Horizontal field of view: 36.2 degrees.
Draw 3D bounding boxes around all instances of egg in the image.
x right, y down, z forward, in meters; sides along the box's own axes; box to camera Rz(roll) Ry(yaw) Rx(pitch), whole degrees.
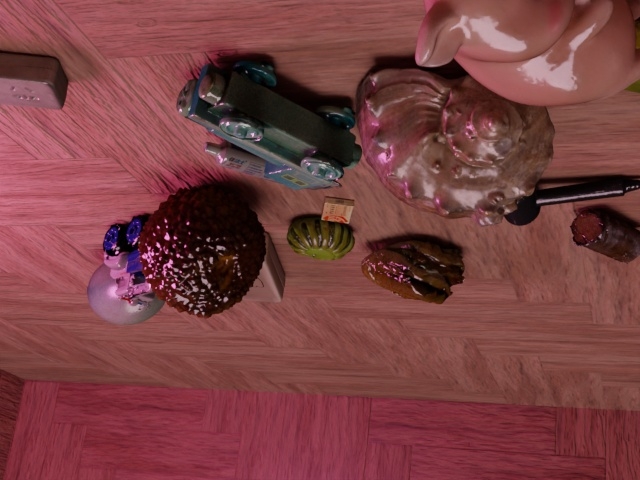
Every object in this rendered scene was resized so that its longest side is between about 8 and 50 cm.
[{"bbox_3d":[-0.465,0.120,2.373,0.169,0.169,0.236,24,152,-38],"label":"egg"}]

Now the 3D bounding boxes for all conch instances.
[{"bbox_3d":[0.176,-0.132,1.474,0.297,0.210,0.352,25,155,-5],"label":"conch"}]

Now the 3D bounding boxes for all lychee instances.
[{"bbox_3d":[-0.242,0.014,1.934,0.267,0.268,0.267,6,159,2],"label":"lychee"}]

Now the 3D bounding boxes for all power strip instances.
[{"bbox_3d":[-0.552,-0.262,1.557,0.287,0.053,0.093,5,160,2],"label":"power strip"}]

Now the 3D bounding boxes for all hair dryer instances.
[{"bbox_3d":[0.428,-0.084,1.697,0.247,0.071,0.114,-6,157,21],"label":"hair dryer"}]

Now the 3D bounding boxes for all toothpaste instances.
[{"bbox_3d":[-0.089,-0.131,1.763,0.268,0.047,0.069,17,139,-30],"label":"toothpaste"}]

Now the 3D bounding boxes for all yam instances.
[{"bbox_3d":[0.541,-0.007,1.842,0.141,0.079,0.079,21,156,-36],"label":"yam"}]

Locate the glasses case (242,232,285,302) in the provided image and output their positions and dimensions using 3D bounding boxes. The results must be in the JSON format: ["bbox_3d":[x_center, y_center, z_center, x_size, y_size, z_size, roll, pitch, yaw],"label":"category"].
[{"bbox_3d":[-0.164,0.063,2.264,0.131,0.070,0.313,4,159,7],"label":"glasses case"}]

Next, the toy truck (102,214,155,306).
[{"bbox_3d":[-0.385,0.056,2.170,0.161,0.177,0.213,22,154,-38],"label":"toy truck"}]

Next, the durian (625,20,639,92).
[{"bbox_3d":[0.456,-0.227,1.248,0.250,0.101,0.139,4,160,9],"label":"durian"}]

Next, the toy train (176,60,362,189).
[{"bbox_3d":[-0.083,-0.177,1.543,0.298,0.120,0.194,25,161,-33],"label":"toy train"}]

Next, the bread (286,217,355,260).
[{"bbox_3d":[0.000,0.000,2.049,0.130,0.071,0.139,-16,150,38],"label":"bread"}]

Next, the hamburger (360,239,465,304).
[{"bbox_3d":[0.198,0.076,2.107,0.183,0.130,0.206,26,155,-35],"label":"hamburger"}]

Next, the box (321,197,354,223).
[{"bbox_3d":[0.034,-0.060,1.953,0.058,0.015,0.093,6,159,-3],"label":"box"}]

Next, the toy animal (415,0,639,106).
[{"bbox_3d":[0.239,-0.258,1.119,0.212,0.195,0.256,-16,148,31],"label":"toy animal"}]
